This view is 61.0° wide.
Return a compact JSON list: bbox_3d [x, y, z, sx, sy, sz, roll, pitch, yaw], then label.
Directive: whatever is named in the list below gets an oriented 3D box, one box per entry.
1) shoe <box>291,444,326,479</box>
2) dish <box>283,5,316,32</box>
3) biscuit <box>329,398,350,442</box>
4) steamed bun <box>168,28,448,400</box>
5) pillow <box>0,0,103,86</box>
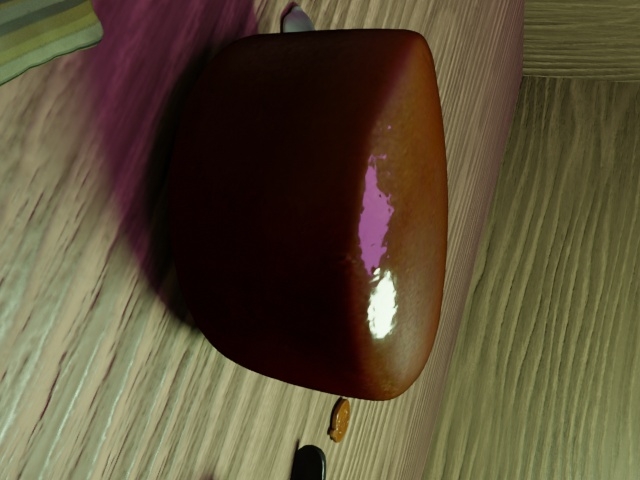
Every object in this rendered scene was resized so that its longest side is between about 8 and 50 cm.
[{"bbox_3d":[-0.029,0.429,0.886,0.049,0.071,0.179,-2,96,-66],"label":"shoe"},{"bbox_3d":[-0.015,-0.206,0.651,0.091,0.039,0.137,-41,138,-54],"label":"dish"},{"bbox_3d":[0.036,0.356,1.063,0.078,0.015,0.091,-37,134,-55],"label":"biscuit"},{"bbox_3d":[0.000,0.000,0.533,0.248,0.234,0.380,-50,142,-48],"label":"steamed bun"},{"bbox_3d":[-0.205,-0.151,0.227,0.208,0.052,0.212,-52,144,-41],"label":"pillow"}]
